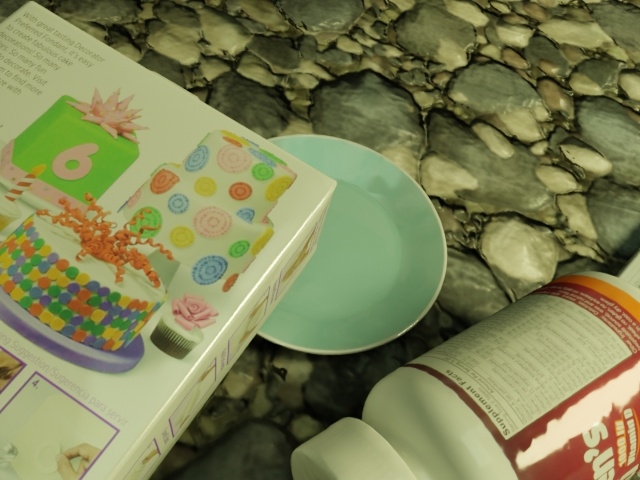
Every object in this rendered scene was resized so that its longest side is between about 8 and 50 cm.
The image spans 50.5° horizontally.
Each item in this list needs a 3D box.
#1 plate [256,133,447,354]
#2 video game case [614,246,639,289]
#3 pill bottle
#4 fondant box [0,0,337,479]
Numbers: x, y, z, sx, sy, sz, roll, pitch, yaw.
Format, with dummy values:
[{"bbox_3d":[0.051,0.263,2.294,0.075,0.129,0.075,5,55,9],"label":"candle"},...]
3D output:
[{"bbox_3d":[0.000,0.000,0.501,0.188,0.024,0.188,5,57,-8],"label":"plate"},{"bbox_3d":[0.329,0.062,0.533,0.183,0.023,0.201,43,59,15],"label":"video game case"},{"bbox_3d":[0.102,0.112,0.394,0.221,0.121,0.121,-25,66,-24],"label":"pill bottle"},{"bbox_3d":[-0.179,0.041,0.380,0.238,0.096,0.330,32,63,10],"label":"fondant box"}]
